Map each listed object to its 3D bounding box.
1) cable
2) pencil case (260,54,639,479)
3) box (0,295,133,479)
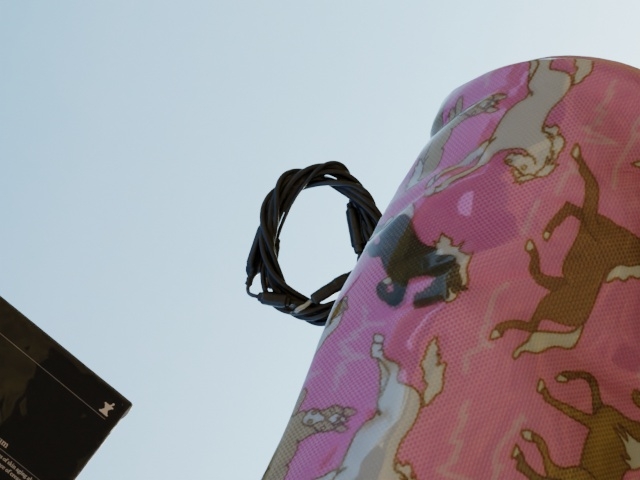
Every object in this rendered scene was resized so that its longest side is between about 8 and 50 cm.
[{"bbox_3d":[0.000,0.000,1.641,0.047,0.150,0.184,35,-106,-74],"label":"cable"},{"bbox_3d":[0.069,0.107,0.596,0.160,0.167,0.386,51,-127,-39],"label":"pencil case"},{"bbox_3d":[-0.286,0.100,0.953,0.261,0.103,0.184,42,-110,-10],"label":"box"}]
